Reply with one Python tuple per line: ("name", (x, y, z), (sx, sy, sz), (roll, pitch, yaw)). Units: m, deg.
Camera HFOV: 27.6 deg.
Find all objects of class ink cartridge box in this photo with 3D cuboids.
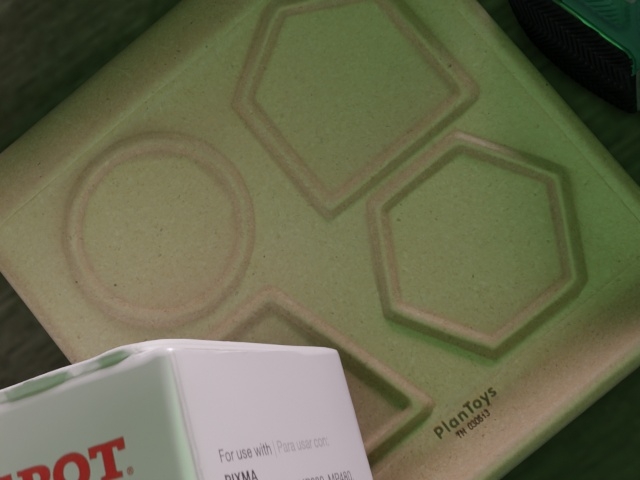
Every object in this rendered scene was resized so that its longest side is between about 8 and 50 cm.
("ink cartridge box", (-0.057, 0.163, 0.379), (0.172, 0.100, 0.237), (-21, 76, 27))

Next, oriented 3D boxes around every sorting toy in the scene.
("sorting toy", (0.000, 0.000, 0.464), (0.193, 0.038, 0.208), (-40, 77, 3))

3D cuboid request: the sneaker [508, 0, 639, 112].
("sneaker", (0.178, -0.083, 0.439), (0.224, 0.083, 0.098), (18, 53, 17))
